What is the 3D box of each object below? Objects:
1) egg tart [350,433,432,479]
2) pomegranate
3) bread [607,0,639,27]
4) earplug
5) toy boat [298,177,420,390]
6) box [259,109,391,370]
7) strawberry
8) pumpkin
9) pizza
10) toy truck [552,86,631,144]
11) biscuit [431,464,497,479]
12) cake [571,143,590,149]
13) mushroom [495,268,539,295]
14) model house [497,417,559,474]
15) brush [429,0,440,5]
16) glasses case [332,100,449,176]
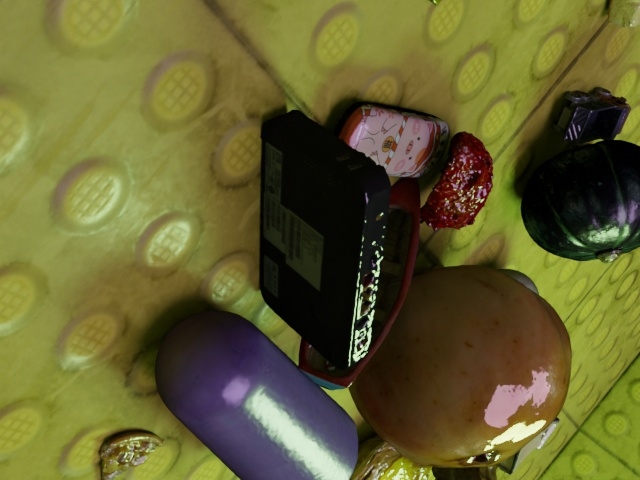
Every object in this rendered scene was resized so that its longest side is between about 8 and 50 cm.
[{"bbox_3d":[0.134,0.534,1.939,0.319,0.128,0.318,-31,138,-32],"label":"egg tart"},{"bbox_3d":[0.246,0.221,1.575,0.412,0.411,0.411,-31,142,-28],"label":"pomegranate"},{"bbox_3d":[0.625,-0.487,1.603,0.188,0.068,0.125,-30,141,-31],"label":"bread"},{"bbox_3d":[-0.102,0.261,1.324,0.215,0.215,0.456,-45,144,-10],"label":"earplug"},{"bbox_3d":[0.081,0.063,1.382,0.079,0.136,0.392,83,29,-58],"label":"toy boat"},{"bbox_3d":[-0.003,0.007,1.186,0.058,0.211,0.350,-26,138,-31],"label":"box"},{"bbox_3d":[0.245,-0.110,1.406,0.228,0.098,0.174,102,14,-64],"label":"strawberry"},{"bbox_3d":[0.565,-0.067,1.725,0.316,0.238,0.315,-9,166,-2],"label":"pumpkin"},{"bbox_3d":[-0.302,0.342,1.316,0.108,0.026,0.123,-56,148,11],"label":"pizza"},{"bbox_3d":[0.550,-0.251,1.718,0.192,0.092,0.083,-16,132,-43],"label":"toy truck"},{"bbox_3d":[0.317,0.461,1.909,0.115,0.366,0.268,-15,150,21],"label":"biscuit"},{"bbox_3d":[0.585,-0.194,1.855,0.065,0.052,0.121,-48,147,4],"label":"cake"},{"bbox_3d":[0.402,0.194,1.847,0.244,0.243,0.243,-31,142,-28],"label":"mushroom"},{"bbox_3d":[0.468,0.410,2.135,0.237,0.237,0.202,-30,135,-36],"label":"model house"},{"bbox_3d":[0.186,-0.376,1.218,0.083,0.021,0.019,-49,146,6],"label":"brush"},{"bbox_3d":[0.111,-0.152,1.301,0.267,0.067,0.103,-2,123,-50],"label":"glasses case"}]
